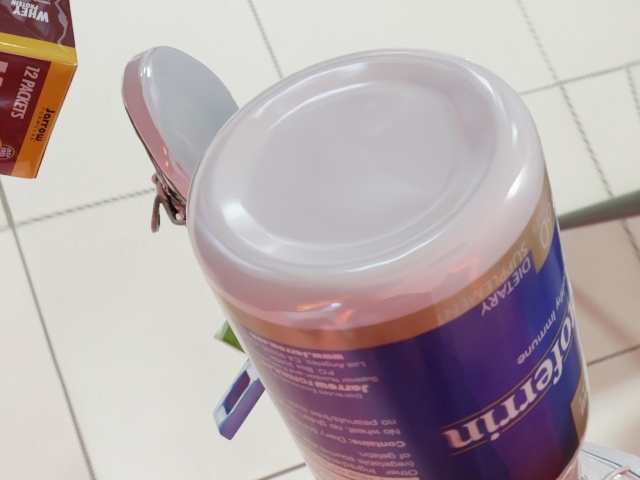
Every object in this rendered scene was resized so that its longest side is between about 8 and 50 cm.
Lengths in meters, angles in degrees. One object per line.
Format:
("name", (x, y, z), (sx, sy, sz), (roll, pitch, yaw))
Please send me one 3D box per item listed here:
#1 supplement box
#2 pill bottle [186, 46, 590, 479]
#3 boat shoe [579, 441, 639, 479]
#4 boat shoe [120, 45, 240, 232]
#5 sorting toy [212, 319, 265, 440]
("supplement box", (-0.313, -0.173, 0.929), (0.191, 0.129, 0.194), (8, 45, -27))
("pill bottle", (0.048, 0.051, 0.559), (0.153, 0.264, 0.153), (-11, 46, 12))
("boat shoe", (0.250, 0.287, 1.281), (0.367, 0.135, 0.156), (31, 39, 8))
("boat shoe", (-0.105, -0.053, 1.053), (0.105, 0.306, 0.113), (-7, 56, 29))
("sorting toy", (0.000, 0.000, 0.924), (0.047, 0.196, 0.347), (33, 106, -14))
